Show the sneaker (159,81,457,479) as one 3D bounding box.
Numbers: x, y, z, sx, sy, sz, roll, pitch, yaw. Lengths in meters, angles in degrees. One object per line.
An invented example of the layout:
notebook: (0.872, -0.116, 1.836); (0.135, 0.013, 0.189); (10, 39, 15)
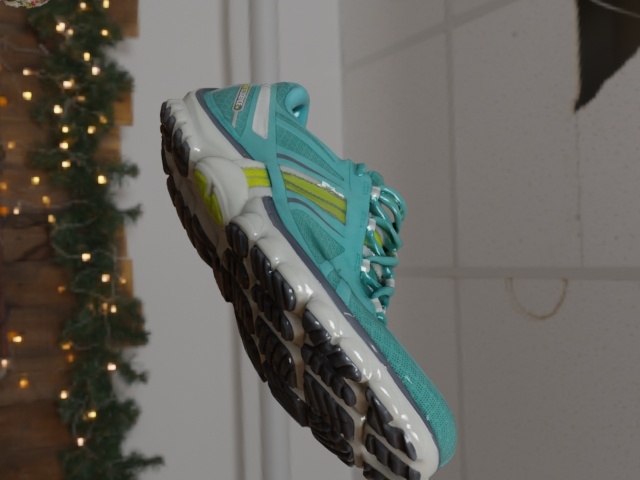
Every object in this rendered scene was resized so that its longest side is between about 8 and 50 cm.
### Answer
sneaker: (0.000, 0.000, 0.444); (0.107, 0.110, 0.275); (94, -28, -50)

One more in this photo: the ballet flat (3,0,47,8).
ballet flat: (-0.319, -0.276, 0.680); (0.091, 0.241, 0.077); (-16, -140, 26)
